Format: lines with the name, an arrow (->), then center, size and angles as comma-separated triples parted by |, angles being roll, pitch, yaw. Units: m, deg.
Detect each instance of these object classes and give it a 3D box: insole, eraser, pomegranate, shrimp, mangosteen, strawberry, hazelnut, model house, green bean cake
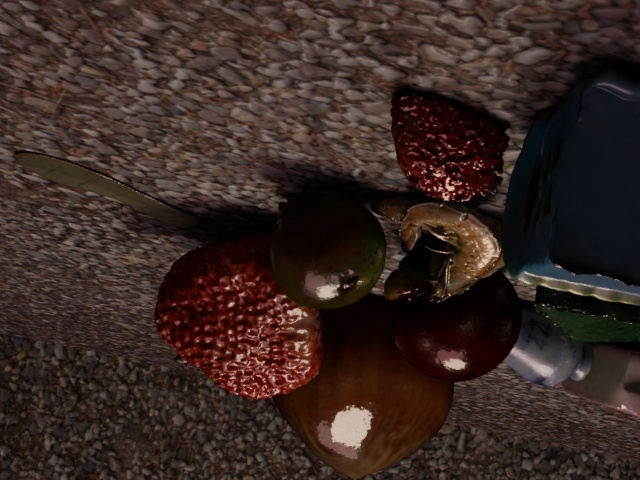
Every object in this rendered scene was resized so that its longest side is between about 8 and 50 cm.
insole -> -0.343, -0.080, 1.922 | 0.348, 0.009, 0.119 | 24, 160, -37
eraser -> 0.656, 0.284, 2.204 | 0.359, 0.122, 0.272 | 15, -179, -18
pomegranate -> 0.000, 0.000, 1.712 | 0.180, 0.180, 0.210 | 24, -161, -39
shrimp -> 0.173, 0.017, 1.646 | 0.143, 0.052, 0.251 | 29, 145, 5
mangosteen -> 0.198, 0.101, 1.860 | 0.215, 0.215, 0.257 | -9, 127, 51
strawberry -> 0.147, -0.099, 1.367 | 0.140, 0.085, 0.192 | 11, 163, 9
hazelnut -> 0.080, 0.295, 2.394 | 0.359, 0.359, 0.409 | -3, 150, 41
shrimp -> 0.156, -0.040, 1.662 | 0.184, 0.043, 0.091 | 8, 173, 36
model house -> 0.336, -0.029, 1.259 | 0.237, 0.216, 0.303 | 12, 168, -3
strawberry -> -0.111, 0.112, 1.995 | 0.312, 0.267, 0.351 | 42, 143, -1
green bean cake -> 0.447, 0.084, 1.760 | 0.208, 0.107, 0.193 | 1, 158, 32

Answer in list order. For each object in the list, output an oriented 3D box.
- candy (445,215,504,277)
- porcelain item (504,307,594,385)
candy -> 0.235, 0.008, 1.708 | 0.095, 0.085, 0.110 | 12, 156, -36
porcelain item -> 0.372, 0.179, 2.121 | 0.259, 0.141, 0.141 | 24, 162, -12
